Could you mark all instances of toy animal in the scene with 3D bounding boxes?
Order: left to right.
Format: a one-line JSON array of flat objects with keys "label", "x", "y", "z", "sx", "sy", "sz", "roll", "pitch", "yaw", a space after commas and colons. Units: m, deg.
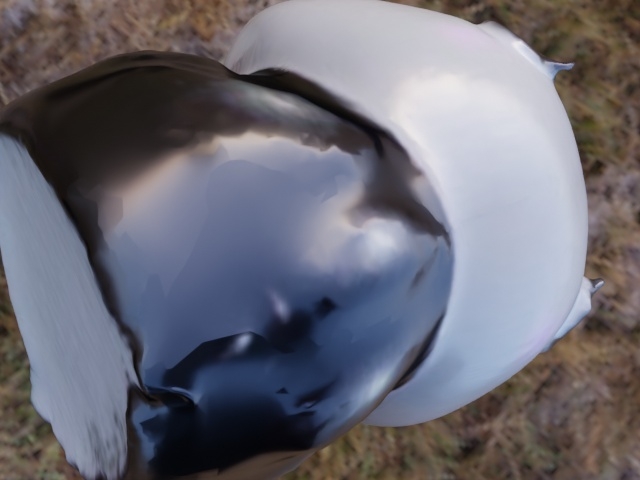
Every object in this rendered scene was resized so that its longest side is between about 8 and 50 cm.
[{"label": "toy animal", "x": 0.000, "y": 0.000, "z": 0.832, "sx": 0.310, "sy": 0.251, "sz": 0.251, "roll": -19, "pitch": 128, "yaw": -26}]
